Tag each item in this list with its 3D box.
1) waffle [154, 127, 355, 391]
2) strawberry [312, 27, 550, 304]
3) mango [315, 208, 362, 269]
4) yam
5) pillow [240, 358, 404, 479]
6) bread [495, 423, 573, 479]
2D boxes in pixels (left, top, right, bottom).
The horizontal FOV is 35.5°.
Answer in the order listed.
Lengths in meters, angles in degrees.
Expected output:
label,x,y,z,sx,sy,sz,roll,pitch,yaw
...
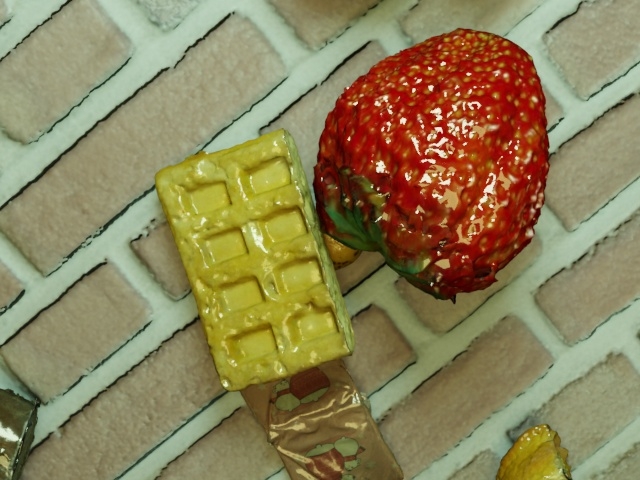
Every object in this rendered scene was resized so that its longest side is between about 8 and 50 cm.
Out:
label,x,y,z,sx,sy,sz,roll,pitch,yaw
waffle,-0.073,0.022,1.137,0.168,0.057,0.274,-19,87,16
strawberry,0.136,-0.094,1.077,0.250,0.238,0.288,38,83,-21
mango,0.000,0.000,1.175,0.114,0.057,0.079,-11,107,3
yam,-0.462,0.196,1.160,0.279,0.131,0.131,25,98,-5
pillow,-0.005,0.215,1.218,0.135,0.049,0.248,-27,104,3
bread,0.279,0.361,1.215,0.134,0.129,0.260,-28,99,10
